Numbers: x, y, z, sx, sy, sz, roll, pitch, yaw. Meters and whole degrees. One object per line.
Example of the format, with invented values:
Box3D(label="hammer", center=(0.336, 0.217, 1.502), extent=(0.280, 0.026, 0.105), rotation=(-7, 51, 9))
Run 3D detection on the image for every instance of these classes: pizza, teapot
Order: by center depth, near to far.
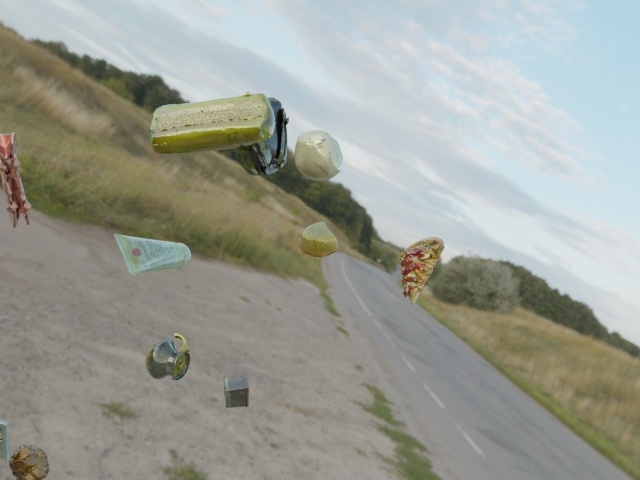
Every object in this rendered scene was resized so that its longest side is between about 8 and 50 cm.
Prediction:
Box3D(label="pizza", center=(0.260, 0.081, 1.618), extent=(0.062, 0.198, 0.188), rotation=(24, -28, -17))
Box3D(label="teapot", center=(-0.490, 0.381, 1.908), extent=(0.119, 0.165, 0.130), rotation=(14, -38, 19))

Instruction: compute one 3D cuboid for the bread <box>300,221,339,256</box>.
Box3D(label="bread", center=(-0.011, 0.001, 2.049), extent=(0.125, 0.086, 0.156), rotation=(-10, 30, -11))

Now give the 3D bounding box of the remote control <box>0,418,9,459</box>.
Box3D(label="remote control", center=(-0.776, 0.472, 1.393), extent=(0.061, 0.162, 0.029), rotation=(14, 35, -9))

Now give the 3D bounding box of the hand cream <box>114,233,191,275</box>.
Box3D(label="hand cream", center=(-0.542, 0.049, 1.914), extent=(0.147, 0.093, 0.306), rotation=(64, 18, 13))

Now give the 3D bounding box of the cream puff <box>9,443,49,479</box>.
Box3D(label="cream puff", center=(-0.832, 0.641, 1.657), extent=(0.116, 0.122, 0.094), rotation=(41, 25, 30))

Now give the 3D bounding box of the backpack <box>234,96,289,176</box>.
Box3D(label="backpack", center=(-0.191, -0.330, 1.888), extent=(0.140, 0.253, 0.207), rotation=(13, 35, 42))

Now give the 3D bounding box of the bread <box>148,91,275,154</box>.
Box3D(label="bread", center=(-0.319, -0.335, 1.725), extent=(0.384, 0.166, 0.112), rotation=(-6, -28, 11))

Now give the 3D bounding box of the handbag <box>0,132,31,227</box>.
Box3D(label="handbag", center=(-0.776, -0.155, 1.468), extent=(0.059, 0.212, 0.157), rotation=(-13, 26, -27))

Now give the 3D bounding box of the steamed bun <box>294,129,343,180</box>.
Box3D(label="steamed bun", center=(-0.009, -0.198, 1.420), extent=(0.113, 0.090, 0.130), rotation=(-3, -44, 27))

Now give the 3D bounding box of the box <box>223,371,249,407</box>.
Box3D(label="box", center=(-0.224, 0.400, 1.550), extent=(0.063, 0.084, 0.060), rotation=(-3, 39, -14))
